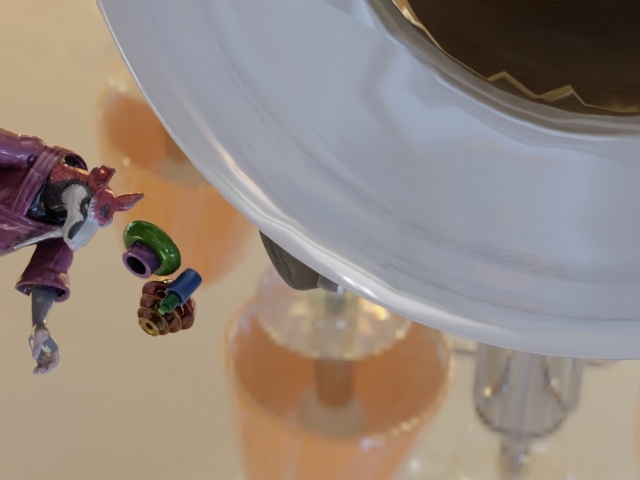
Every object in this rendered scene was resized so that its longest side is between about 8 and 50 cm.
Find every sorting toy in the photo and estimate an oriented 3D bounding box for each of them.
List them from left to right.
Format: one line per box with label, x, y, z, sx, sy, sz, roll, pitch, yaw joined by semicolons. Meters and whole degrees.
sorting toy;-0.124;0.036;1.491;0.061;0.102;0.042;10;-135;36

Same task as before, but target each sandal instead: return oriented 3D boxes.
sandal;0.000;0.001;1.436;0.054;0.254;0.097;-26;-92;-20

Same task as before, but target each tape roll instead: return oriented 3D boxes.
tape roll;0.071;-0.114;0.486;0.246;0.246;0.169;6;-157;4

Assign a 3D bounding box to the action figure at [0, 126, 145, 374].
action figure;-0.338;-0.021;2.003;0.370;0.248;0.276;-10;-157;19
